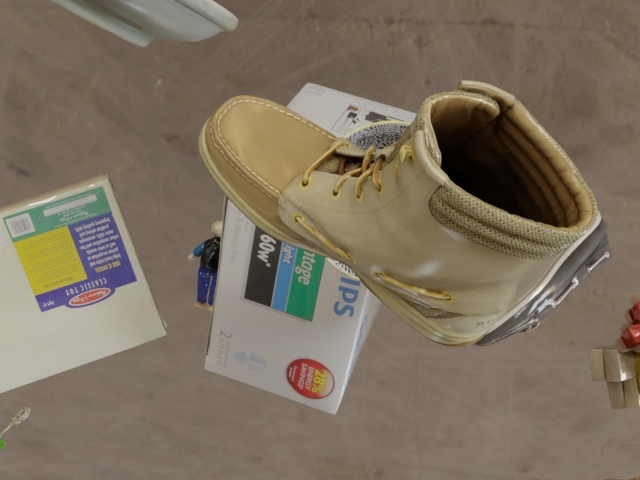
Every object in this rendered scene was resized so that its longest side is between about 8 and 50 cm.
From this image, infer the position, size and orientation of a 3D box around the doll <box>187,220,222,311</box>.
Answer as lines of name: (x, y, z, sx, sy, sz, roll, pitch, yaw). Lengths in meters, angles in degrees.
doll: (-0.229, 0.050, 1.885, 0.129, 0.189, 0.046, 13, -176, 35)

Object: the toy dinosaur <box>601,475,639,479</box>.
toy dinosaur: (0.428, 0.279, 0.897, 0.127, 0.295, 0.200, -22, 121, -23)

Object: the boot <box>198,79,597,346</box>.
boot: (0.036, -0.048, 0.593, 0.262, 0.095, 0.203, 38, 156, 7)

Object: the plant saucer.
plant saucer: (-0.305, -0.349, 1.178, 0.400, 0.400, 0.100, 27, 98, -20)

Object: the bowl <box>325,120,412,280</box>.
bowl: (0.060, -0.045, 0.944, 0.170, 0.080, 0.170, -3, 103, -13)

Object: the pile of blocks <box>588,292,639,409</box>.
pile of blocks: (0.447, 0.077, 1.083, 0.112, 0.149, 0.362, -3, 122, -44)

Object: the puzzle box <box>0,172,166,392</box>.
puzzle box: (-0.470, 0.088, 1.360, 0.409, 0.052, 0.272, -18, 109, -7)

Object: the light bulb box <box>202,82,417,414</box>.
light bulb box: (0.000, 0.000, 1.383, 0.225, 0.361, 0.358, 17, 122, 9)

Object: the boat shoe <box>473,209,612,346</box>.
boat shoe: (0.352, 0.075, 1.393, 0.112, 0.335, 0.095, -5, 121, 58)

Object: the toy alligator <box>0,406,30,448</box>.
toy alligator: (-0.486, 0.301, 1.249, 0.051, 0.190, 0.056, 43, 164, -27)
